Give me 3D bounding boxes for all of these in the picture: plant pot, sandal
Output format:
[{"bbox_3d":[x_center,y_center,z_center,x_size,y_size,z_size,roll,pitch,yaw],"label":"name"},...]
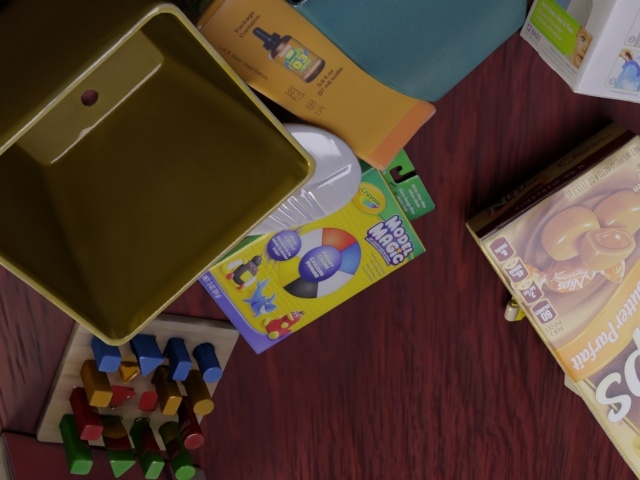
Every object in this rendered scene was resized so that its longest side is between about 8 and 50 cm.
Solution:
[{"bbox_3d":[-0.169,-0.089,1.032,0.212,0.187,0.212,-41,137,3],"label":"plant pot"},{"bbox_3d":[-0.095,-0.054,1.191,0.265,0.076,0.102,-16,124,16],"label":"sandal"},{"bbox_3d":[0.056,-0.221,1.055,0.165,0.166,0.234,-42,144,7],"label":"plant pot"}]

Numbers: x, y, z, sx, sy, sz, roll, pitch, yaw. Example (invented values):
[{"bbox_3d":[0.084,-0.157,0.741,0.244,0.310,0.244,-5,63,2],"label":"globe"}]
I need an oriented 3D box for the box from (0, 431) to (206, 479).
[{"bbox_3d":[-0.231,0.301,1.361,0.232,0.127,0.149,17,117,-33],"label":"box"}]

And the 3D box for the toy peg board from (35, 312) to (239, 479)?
[{"bbox_3d":[-0.168,0.155,1.308,0.161,0.079,0.161,9,122,-29],"label":"toy peg board"}]

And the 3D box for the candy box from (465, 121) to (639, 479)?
[{"bbox_3d":[0.307,0.064,1.352,0.183,0.087,0.316,-34,103,5],"label":"candy box"}]

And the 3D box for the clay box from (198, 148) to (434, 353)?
[{"bbox_3d":[0.000,0.000,1.278,0.222,0.053,0.127,-32,132,3],"label":"clay box"}]

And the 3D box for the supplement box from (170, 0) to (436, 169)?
[{"bbox_3d":[-0.013,-0.151,1.141,0.233,0.080,0.078,30,109,-39],"label":"supplement box"}]

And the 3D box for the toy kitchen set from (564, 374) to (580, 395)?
[{"bbox_3d":[0.383,0.082,1.488,0.207,0.122,0.166,-29,134,-28],"label":"toy kitchen set"}]

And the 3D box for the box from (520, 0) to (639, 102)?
[{"bbox_3d":[0.273,-0.235,1.173,0.103,0.114,0.203,5,122,-26],"label":"box"}]

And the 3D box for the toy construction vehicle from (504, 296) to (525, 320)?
[{"bbox_3d":[0.238,0.045,1.432,0.098,0.035,0.086,-12,140,-11],"label":"toy construction vehicle"}]
